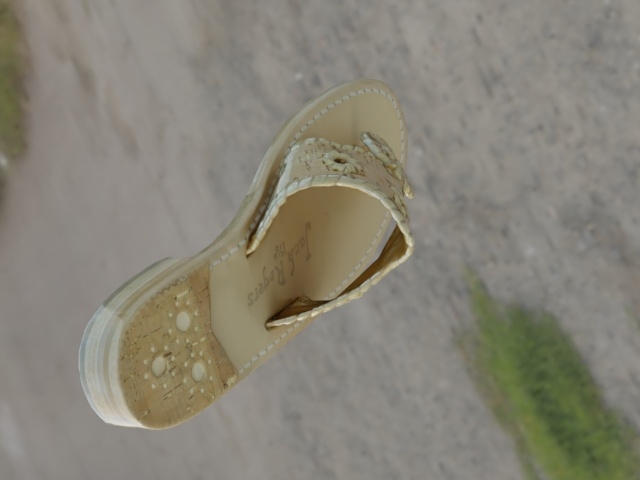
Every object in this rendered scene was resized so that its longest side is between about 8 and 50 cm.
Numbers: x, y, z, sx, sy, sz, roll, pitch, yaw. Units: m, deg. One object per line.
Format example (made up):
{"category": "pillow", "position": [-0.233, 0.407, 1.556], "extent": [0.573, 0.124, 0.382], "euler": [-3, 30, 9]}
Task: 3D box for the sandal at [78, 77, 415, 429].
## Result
{"category": "sandal", "position": [0.002, 0.006, 0.736], "extent": [0.079, 0.240, 0.088], "euler": [1, 122, 39]}
